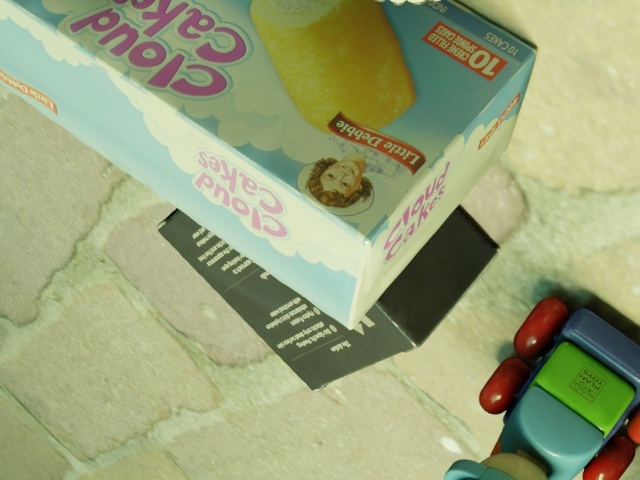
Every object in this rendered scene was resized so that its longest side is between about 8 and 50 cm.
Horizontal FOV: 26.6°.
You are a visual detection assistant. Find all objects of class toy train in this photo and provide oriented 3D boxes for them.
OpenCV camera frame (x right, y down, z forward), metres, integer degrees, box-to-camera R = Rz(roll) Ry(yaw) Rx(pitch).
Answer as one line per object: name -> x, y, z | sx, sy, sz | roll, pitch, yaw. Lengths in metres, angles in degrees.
toy train -> 0.123, 0.154, 0.863 | 0.105, 0.143, 0.248 | 37, 151, 12

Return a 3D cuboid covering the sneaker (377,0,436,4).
sneaker -> 0.014, -0.175, 0.642 | 0.162, 0.063, 0.073 | 37, 148, 11

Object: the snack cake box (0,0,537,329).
snack cake box -> -0.040, -0.094, 0.723 | 0.264, 0.152, 0.089 | 34, 150, 16

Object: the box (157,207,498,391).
box -> 0.000, 0.000, 0.863 | 0.158, 0.093, 0.156 | 47, 151, -6
